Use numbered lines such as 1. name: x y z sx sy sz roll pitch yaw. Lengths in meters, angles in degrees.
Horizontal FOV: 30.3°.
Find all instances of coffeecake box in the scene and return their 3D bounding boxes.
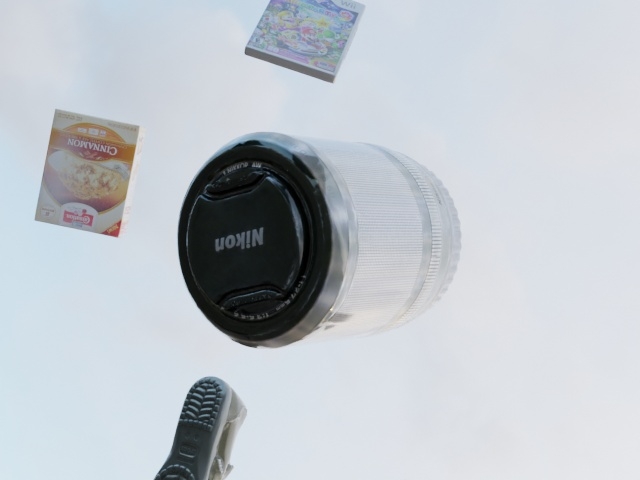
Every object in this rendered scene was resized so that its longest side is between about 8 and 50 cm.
1. coffeecake box: -0.374 -0.109 1.929 0.142 0.186 0.068 11 3 0

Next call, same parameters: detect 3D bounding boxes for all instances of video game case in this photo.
1. video game case: -0.012 -0.197 1.103 0.087 0.122 0.011 18 -45 2

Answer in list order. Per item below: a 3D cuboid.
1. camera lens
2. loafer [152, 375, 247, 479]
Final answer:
1. camera lens: 0.000 0.000 1.270 0.219 0.274 0.219 0 -90 36
2. loafer: -0.153 0.304 1.524 0.094 0.251 0.087 16 -9 42
